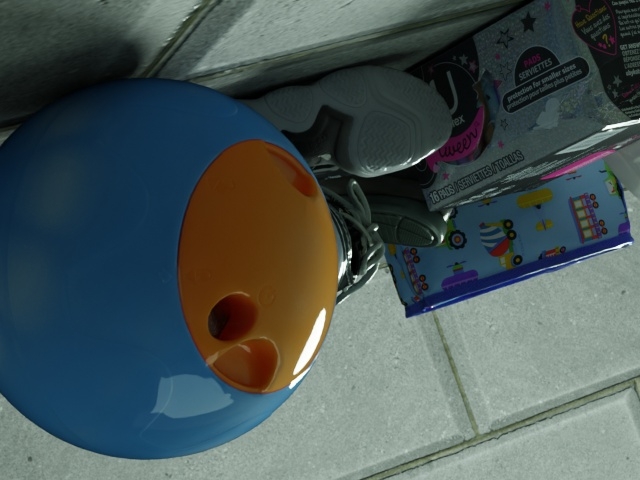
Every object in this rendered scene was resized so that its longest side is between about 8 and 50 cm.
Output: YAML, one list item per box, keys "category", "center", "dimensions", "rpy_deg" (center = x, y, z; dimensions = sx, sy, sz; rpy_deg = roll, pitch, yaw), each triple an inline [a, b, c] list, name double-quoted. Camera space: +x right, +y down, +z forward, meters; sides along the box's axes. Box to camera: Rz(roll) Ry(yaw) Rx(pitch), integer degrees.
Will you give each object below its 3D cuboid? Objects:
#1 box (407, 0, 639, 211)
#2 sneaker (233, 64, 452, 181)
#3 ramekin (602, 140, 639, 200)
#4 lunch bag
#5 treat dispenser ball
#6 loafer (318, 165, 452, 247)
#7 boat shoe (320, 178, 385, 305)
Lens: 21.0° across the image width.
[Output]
- category: "box"
  center: [0.211, -0.141, 1.657]
  dimensions: [0.163, 0.142, 0.247]
  rpy_deg: [-13, 170, -40]
- category: "sneaker"
  center: [-0.019, -0.089, 1.614]
  dimensions: [0.269, 0.101, 0.153]
  rpy_deg: [-11, 172, -22]
- category: "ramekin"
  center: [0.371, -0.144, 1.875]
  dimensions: [0.109, 0.207, 0.207]
  rpy_deg: [-33, 168, 29]
- category: "lunch bag"
  center: [0.204, -0.067, 1.894]
  dimensions: [0.293, 0.221, 0.138]
  rpy_deg: [-17, 174, -9]
- category: "treat dispenser ball"
  center: [-0.129, 0.021, 1.304]
  dimensions: [0.288, 0.288, 0.288]
  rpy_deg: [-19, 174, -2]
- category: "loafer"
  center: [0.022, -0.056, 1.799]
  dimensions: [0.267, 0.084, 0.096]
  rpy_deg: [12, 155, 30]
- category: "boat shoe"
  center: [0.001, 0.004, 1.541]
  dimensions: [0.105, 0.113, 0.306]
  rpy_deg: [-17, 173, -11]
